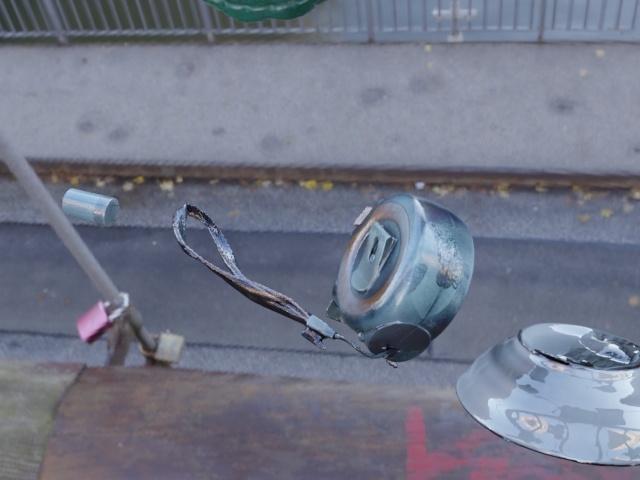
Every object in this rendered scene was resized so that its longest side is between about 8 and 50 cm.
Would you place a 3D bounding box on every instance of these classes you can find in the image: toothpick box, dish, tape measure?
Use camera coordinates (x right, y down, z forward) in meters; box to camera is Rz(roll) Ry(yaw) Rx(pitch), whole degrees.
[{"bbox_3d":[-0.398,-0.057,1.507,0.083,0.052,0.052,14,51,13],"label":"toothpick box"},{"bbox_3d":[0.343,0.180,1.162,0.316,0.106,0.316,5,14,-1],"label":"dish"},{"bbox_3d":[0.000,0.001,0.542,0.180,0.107,0.104,25,10,-8],"label":"tape measure"}]

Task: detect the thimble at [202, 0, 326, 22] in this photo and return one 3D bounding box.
[{"bbox_3d":[-0.069,-0.415,1.041,0.254,0.167,0.288,-19,67,-5],"label":"thimble"}]
